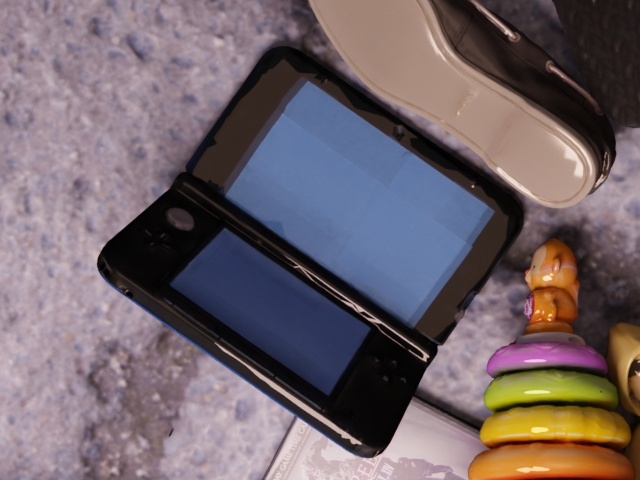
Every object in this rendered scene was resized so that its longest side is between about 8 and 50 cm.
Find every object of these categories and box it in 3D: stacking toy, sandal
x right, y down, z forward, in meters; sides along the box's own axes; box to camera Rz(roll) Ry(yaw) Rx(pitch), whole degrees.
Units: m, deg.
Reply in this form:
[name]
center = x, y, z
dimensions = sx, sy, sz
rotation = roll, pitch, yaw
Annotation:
[stacking toy]
center = 0.202, 0.141, 1.081
dimensions = 0.165, 0.175, 0.302
rotation = 1, 72, 1
[sandal]
center = 0.246, -0.318, 1.082
dimensions = 0.107, 0.167, 0.446
rotation = -17, 91, -29

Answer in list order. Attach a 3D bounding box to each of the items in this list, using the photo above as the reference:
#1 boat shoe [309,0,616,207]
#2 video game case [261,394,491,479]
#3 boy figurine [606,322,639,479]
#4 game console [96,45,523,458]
[boat shoe]
center = 0.125, -0.161, 1.120
dimensions = 0.335, 0.095, 0.112
rotation = 42, 129, 5
[video game case]
center = 0.085, 0.252, 1.157
dimensions = 0.274, 0.026, 0.196
rotation = 27, 93, 2
[boy figurine]
center = 0.353, 0.191, 1.106
dimensions = 0.177, 0.092, 0.285
rotation = -29, 93, 7
[game console]
center = 0.000, 0.000, 1.088
dimensions = 0.293, 0.250, 0.173
rotation = 34, 120, 2
